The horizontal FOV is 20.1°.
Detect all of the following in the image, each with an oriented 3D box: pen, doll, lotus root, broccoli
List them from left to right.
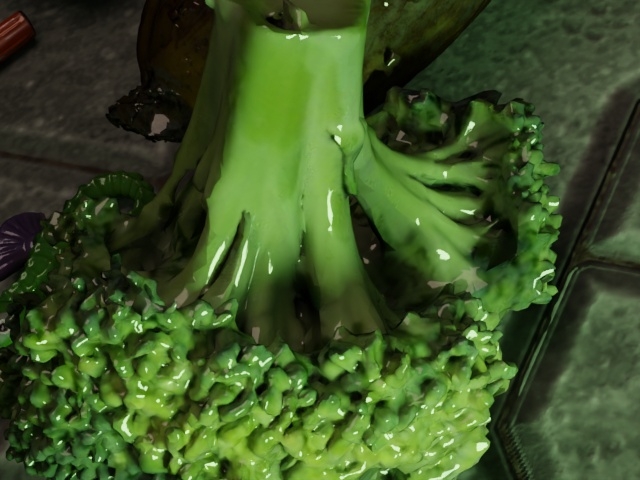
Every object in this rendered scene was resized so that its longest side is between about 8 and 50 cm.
[{"bbox_3d":[-0.316,-0.095,1.365,0.239,0.028,0.028,-38,49,-9],"label":"pen"},{"bbox_3d":[-0.176,0.024,1.198,0.115,0.050,0.190,7,54,32],"label":"doll"},{"bbox_3d":[0.007,0.022,0.974,0.375,0.302,0.249,-23,70,-35],"label":"broccoli"},{"bbox_3d":[0.023,-0.193,1.183,0.179,0.196,0.397,43,75,6],"label":"lotus root"}]
